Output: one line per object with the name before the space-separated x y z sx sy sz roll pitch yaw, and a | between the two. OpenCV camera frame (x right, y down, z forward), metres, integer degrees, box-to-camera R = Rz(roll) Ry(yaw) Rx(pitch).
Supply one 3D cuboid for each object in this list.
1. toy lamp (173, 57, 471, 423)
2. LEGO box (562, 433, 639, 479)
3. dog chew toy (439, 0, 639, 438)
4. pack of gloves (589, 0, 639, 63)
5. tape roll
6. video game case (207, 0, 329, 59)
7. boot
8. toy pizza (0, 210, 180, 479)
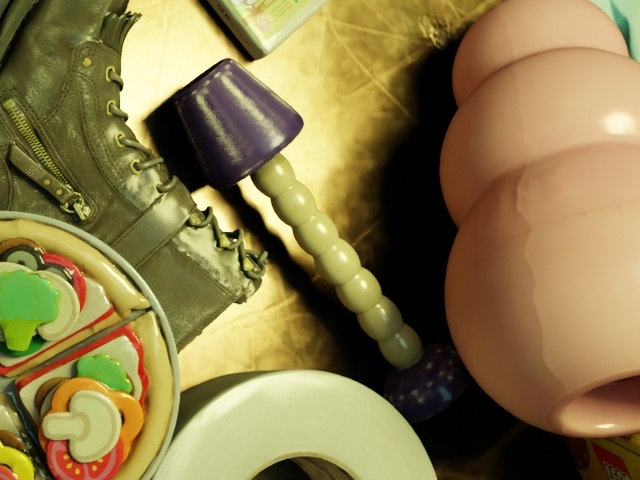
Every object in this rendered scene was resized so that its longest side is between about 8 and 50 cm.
toy lamp | 0.000 0.000 0.801 0.080 0.080 0.275 -42 107 -26
LEGO box | 0.429 0.139 0.727 0.372 0.500 0.193 -29 99 -10
dog chew toy | 0.175 -0.037 0.819 0.206 0.206 0.332 10 55 -28
pack of gloves | 0.310 -0.185 1.011 0.195 0.046 0.232 24 73 -23
tape roll | -0.028 0.193 0.762 0.219 0.072 0.219 3 83 -28
video game case | -0.034 -0.266 0.843 0.212 0.023 0.193 -46 106 -26
boot | -0.117 -0.050 0.718 0.229 0.091 0.263 43 92 -18
toy pizza | -0.181 0.084 0.666 0.201 0.032 0.201 -1 97 -5
